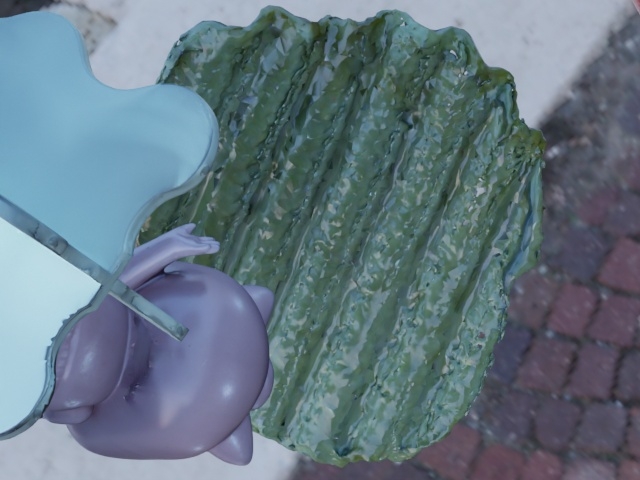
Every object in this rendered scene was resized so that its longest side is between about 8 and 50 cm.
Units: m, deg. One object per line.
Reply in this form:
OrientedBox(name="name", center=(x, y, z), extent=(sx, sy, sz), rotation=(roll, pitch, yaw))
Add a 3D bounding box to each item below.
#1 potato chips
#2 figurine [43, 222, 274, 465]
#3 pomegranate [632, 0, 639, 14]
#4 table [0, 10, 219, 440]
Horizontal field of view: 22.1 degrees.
OrientedBox(name="potato chips", center=(0.000, 0.000, 1.400), extent=(0.070, 0.359, 0.429), rotation=(-72, 2, -63))
OrientedBox(name="figurine", center=(-0.167, 0.070, 1.190), extent=(0.186, 0.287, 0.176), rotation=(0, 84, 53))
OrientedBox(name="pomegranate", center=(0.300, -0.229, 1.074), extent=(0.221, 0.221, 0.256), rotation=(-10, 62, 29))
OrientedBox(name="table", center=(-0.152, -0.026, 0.683), extent=(0.198, 0.166, 0.166), rotation=(30, 83, 26))
